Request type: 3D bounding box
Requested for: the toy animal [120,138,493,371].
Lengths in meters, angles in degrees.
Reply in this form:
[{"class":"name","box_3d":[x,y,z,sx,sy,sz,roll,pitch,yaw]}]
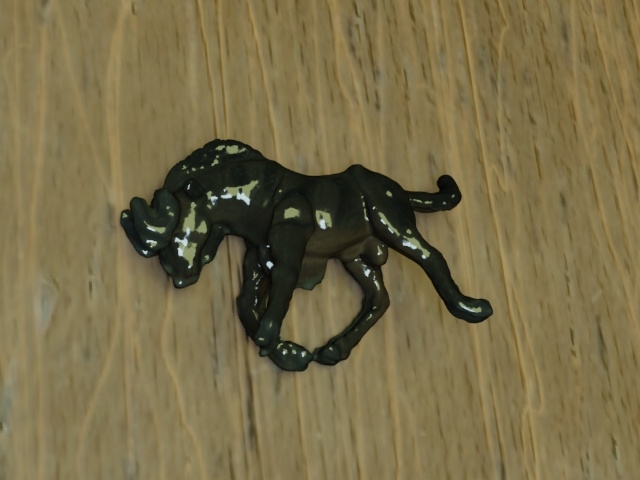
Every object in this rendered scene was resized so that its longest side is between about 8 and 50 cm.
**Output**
[{"class":"toy animal","box_3d":[0.000,0.000,0.754,0.233,0.084,0.148,-7,73,-23]}]
